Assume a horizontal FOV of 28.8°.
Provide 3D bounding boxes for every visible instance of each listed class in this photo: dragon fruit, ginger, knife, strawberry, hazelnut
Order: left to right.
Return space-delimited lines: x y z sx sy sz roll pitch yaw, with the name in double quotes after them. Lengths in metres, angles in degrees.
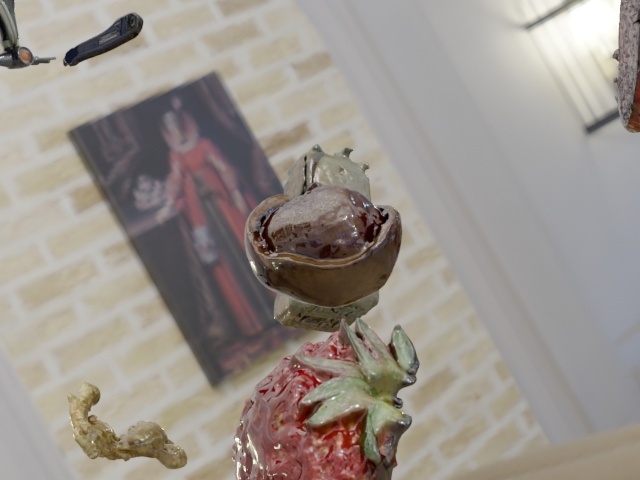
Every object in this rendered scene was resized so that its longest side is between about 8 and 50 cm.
-0.266 -0.241 1.507 0.121 0.031 0.018 -21 -20 18 "knife"
-0.297 0.292 1.846 0.052 0.193 0.176 -48 -5 26 "ginger"
-0.035 0.221 1.222 0.306 0.138 0.233 -51 18 32 "strawberry"
0.000 0.004 1.630 0.202 0.160 0.170 12 16 -9 "hazelnut"
0.456 -0.249 1.579 0.148 0.218 0.224 0 17 8 "dragon fruit"

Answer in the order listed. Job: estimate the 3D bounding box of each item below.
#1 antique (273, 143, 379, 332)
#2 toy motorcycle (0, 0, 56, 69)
0.010 -0.010 1.978 0.125 0.284 0.150 9 -22 -21 "antique"
-0.447 -0.251 1.503 0.263 0.157 0.091 -30 10 -26 "toy motorcycle"
